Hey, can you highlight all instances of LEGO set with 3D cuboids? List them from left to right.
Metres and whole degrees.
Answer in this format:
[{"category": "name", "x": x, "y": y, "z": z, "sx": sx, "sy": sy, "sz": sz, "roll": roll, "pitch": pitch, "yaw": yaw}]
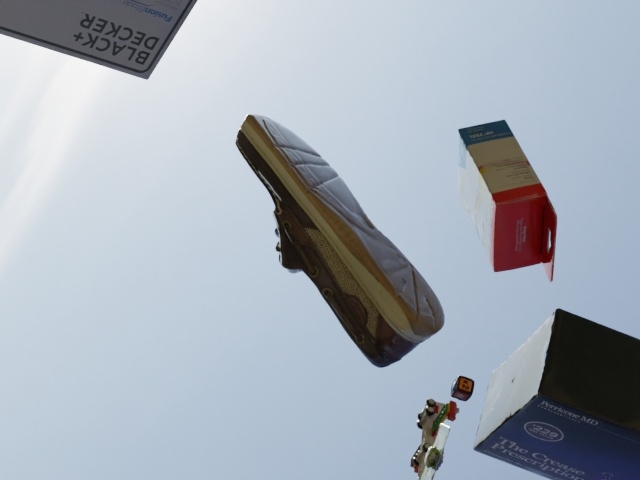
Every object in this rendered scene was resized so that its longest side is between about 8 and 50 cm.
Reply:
[{"category": "LEGO set", "x": 0.133, "y": 0.279, "z": 1.495, "sx": 0.182, "sy": 0.060, "sz": 0.244, "roll": 163, "pitch": -54, "yaw": -82}]

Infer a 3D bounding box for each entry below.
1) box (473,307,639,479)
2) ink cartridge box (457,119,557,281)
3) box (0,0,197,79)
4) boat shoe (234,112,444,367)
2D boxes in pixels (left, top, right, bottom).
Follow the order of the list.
[{"category": "box", "x": 0.311, "y": 0.186, "z": 1.250, "sx": 0.184, "sy": 0.261, "sz": 0.103, "roll": 117, "pitch": -7, "yaw": -58}, {"category": "ink cartridge box", "x": 0.267, "y": -0.052, "z": 1.815, "sx": 0.078, "sy": 0.134, "sz": 0.231, "roll": -11, "pitch": -139, "yaw": -6}, {"category": "box", "x": -0.134, "y": -0.271, "z": 0.911, "sx": 0.290, "sy": 0.169, "sz": 0.087, "roll": -52, "pitch": -133, "yaw": 24}, {"category": "boat shoe", "x": 0.000, "y": 0.000, "z": 1.213, "sx": 0.092, "sy": 0.103, "sz": 0.285, "roll": -46, "pitch": -104, "yaw": 22}]
